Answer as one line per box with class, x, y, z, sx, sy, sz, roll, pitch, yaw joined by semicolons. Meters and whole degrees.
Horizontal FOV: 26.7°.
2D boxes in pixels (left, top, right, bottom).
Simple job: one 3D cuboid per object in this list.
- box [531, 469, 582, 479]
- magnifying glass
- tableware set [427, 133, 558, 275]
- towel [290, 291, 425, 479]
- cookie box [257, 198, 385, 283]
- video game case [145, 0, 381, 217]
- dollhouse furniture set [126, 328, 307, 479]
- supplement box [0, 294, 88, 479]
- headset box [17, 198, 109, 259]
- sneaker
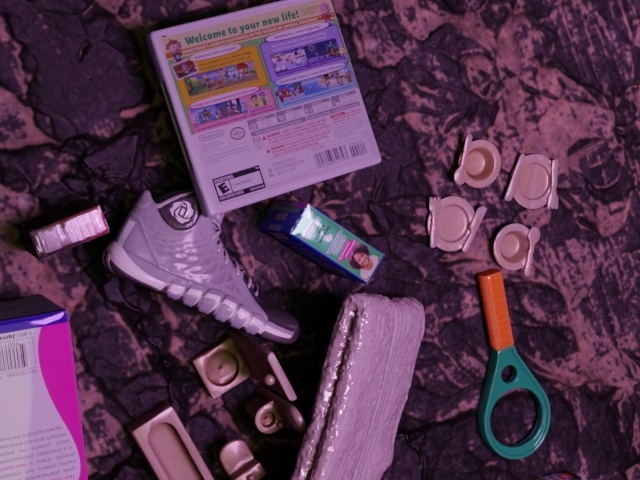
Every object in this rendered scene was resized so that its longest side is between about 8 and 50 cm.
box;0.270;0.394;1.635;0.114;0.036;0.207;-11;102;-22
magnifying glass;0.217;0.147;1.587;0.092;0.026;0.231;-16;105;-21
tableware set;0.202;-0.043;1.554;0.168;0.020;0.141;16;91;-25
towel;0.038;0.193;1.441;0.187;0.049;0.282;12;93;-68
cookie box;0.000;0.000;1.432;0.107;0.092;0.040;33;81;-24
video game case;-0.055;-0.144;1.392;0.212;0.023;0.193;-19;92;-27
dollhouse furniture set;-0.101;0.201;1.398;0.151;0.123;0.144;-32;108;-17
supplement box;-0.299;0.175;1.314;0.111;0.114;0.220;-9;99;-23
headset box;-0.251;-0.013;1.336;0.083;0.062;0.032;-24;107;-18
sneaker;-0.100;0.014;1.396;0.228;0.086;0.132;26;84;-24
